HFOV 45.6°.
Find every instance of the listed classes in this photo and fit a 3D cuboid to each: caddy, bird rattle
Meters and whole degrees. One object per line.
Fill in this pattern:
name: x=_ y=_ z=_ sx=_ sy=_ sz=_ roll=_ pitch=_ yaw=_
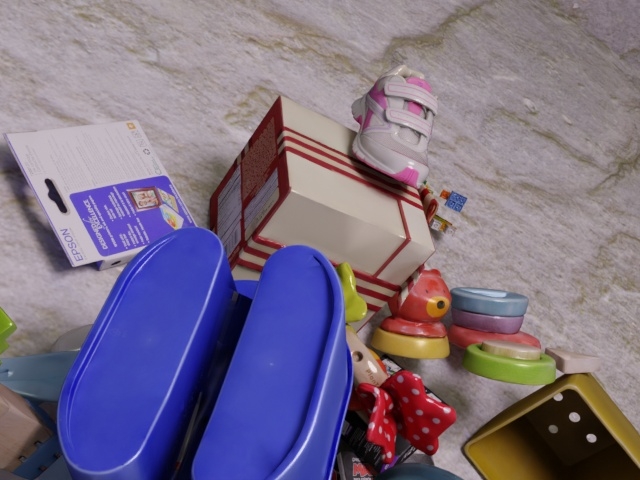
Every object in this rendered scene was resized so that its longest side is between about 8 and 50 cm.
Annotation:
caddy: x=-0.097 y=0.150 z=0.731 sx=0.242 sy=0.179 sz=0.341 roll=11 pitch=49 yaw=8
bird rattle: x=0.053 y=0.159 z=0.923 sx=0.143 sy=0.207 sz=0.253 roll=-42 pitch=70 yaw=-14

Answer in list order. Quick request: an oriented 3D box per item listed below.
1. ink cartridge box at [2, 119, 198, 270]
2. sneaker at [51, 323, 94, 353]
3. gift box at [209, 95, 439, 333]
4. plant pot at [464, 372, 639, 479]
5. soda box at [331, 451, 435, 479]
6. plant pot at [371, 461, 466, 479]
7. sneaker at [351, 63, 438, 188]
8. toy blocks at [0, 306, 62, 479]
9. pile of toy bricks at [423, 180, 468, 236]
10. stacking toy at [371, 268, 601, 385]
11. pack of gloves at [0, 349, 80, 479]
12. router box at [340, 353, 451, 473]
ink cartridge box: x=-0.293 y=-0.064 z=1.021 sx=0.208 sy=0.045 sz=0.206 roll=-17 pitch=71 yaw=-48
sneaker: x=-0.210 y=0.118 z=0.913 sx=0.212 sy=0.094 sz=0.080 roll=0 pitch=60 yaw=-41
gift box: x=0.000 y=0.000 z=1.075 sx=0.258 sy=0.255 sz=0.276 roll=21 pitch=42 yaw=-26
plant pot: x=0.393 y=0.322 z=1.208 sx=0.212 sy=0.212 sz=0.187 roll=52 pitch=29 yaw=5
soda box: x=0.083 y=0.324 z=1.037 sx=0.169 sy=0.053 sz=0.060 roll=12 pitch=52 yaw=-34
plant pot: x=0.007 y=0.421 z=0.708 sx=0.334 sy=0.341 sz=0.341 roll=-7 pitch=64 yaw=-36
sneaker: x=0.108 y=-0.169 z=1.055 sx=0.103 sy=0.111 sz=0.252 roll=22 pitch=33 yaw=-22
toy blocks: x=-0.367 y=0.207 z=0.584 sx=0.191 sy=0.261 sz=0.381 roll=41 pitch=72 yaw=19
pile of toy bricks: x=0.169 y=-0.098 z=1.423 sx=0.212 sy=0.118 sz=0.105 roll=23 pitch=13 yaw=-14
stacking toy: x=0.267 y=0.119 z=1.181 sx=0.309 sy=0.280 sz=0.130 roll=2 pitch=96 yaw=-44
pack of gloves: x=-0.265 y=0.190 z=0.773 sx=0.232 sy=0.046 sz=0.195 roll=-7 pitch=54 yaw=-12
router box: x=0.090 y=0.239 z=1.067 sx=0.133 sy=0.046 sz=0.179 roll=38 pitch=27 yaw=22
